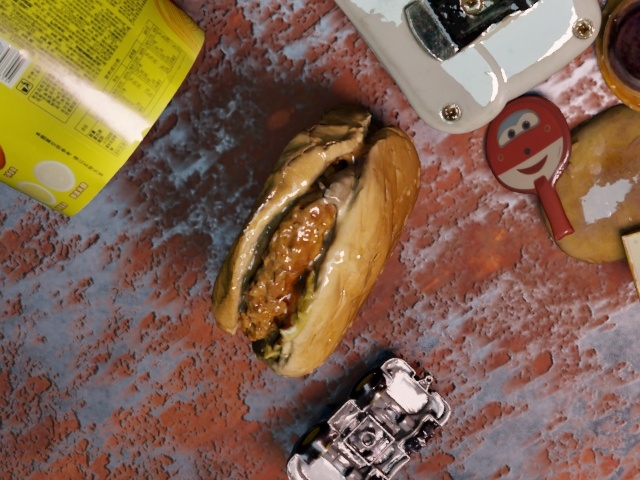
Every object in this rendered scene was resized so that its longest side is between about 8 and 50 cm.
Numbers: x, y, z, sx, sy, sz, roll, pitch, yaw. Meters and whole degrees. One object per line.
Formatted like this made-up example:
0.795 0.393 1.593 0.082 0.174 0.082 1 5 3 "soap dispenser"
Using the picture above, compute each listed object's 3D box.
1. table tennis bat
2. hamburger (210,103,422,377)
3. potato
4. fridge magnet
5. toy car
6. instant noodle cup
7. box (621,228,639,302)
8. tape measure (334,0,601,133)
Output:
0.219 -0.073 1.399 0.098 0.019 0.155 -31 70 33 "table tennis bat"
0.000 0.000 1.356 0.144 0.283 0.260 34 118 6 "hamburger"
0.319 -0.049 1.399 0.200 0.081 0.164 -30 103 20 "potato"
0.331 -0.190 1.340 0.143 0.063 0.143 8 104 32 "fridge magnet"
0.051 0.209 1.529 0.097 0.100 0.191 44 90 -7 "toy car"
-0.268 -0.178 1.348 0.221 0.311 0.311 38 111 -15 "instant noodle cup"
0.382 0.014 1.362 0.156 0.022 0.089 -14 94 10 "box"
0.130 -0.242 1.334 0.246 0.125 0.243 -35 101 19 "tape measure"
